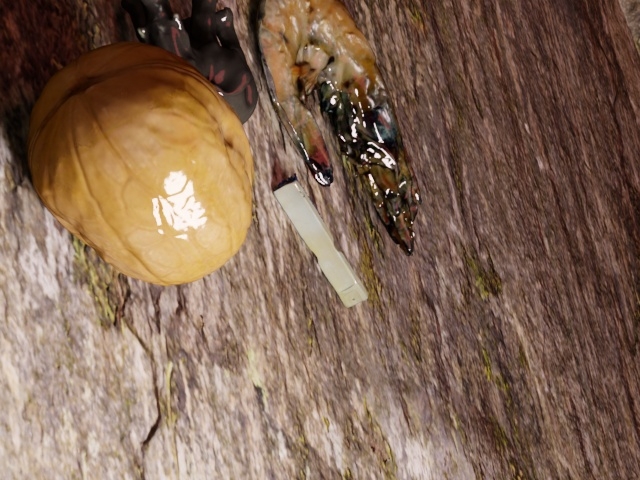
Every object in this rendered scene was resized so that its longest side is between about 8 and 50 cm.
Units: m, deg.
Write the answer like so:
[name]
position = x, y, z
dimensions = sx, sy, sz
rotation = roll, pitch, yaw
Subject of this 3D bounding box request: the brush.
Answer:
[brush]
position = 0.000, 0.000, 2.185
dimensions = 0.178, 0.033, 0.030
rotation = 58, 13, -29

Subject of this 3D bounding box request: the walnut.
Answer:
[walnut]
position = -0.150, -0.066, 1.715
dimensions = 0.225, 0.193, 0.193
rotation = 53, 30, -36

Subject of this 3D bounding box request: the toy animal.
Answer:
[toy animal]
position = -0.121, -0.183, 1.944
dimensions = 0.245, 0.115, 0.146
rotation = 20, 55, -61

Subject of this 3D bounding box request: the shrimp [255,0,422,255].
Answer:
[shrimp]
position = 0.018, -0.134, 2.292
dimensions = 0.233, 0.071, 0.364
rotation = -37, 108, -56
